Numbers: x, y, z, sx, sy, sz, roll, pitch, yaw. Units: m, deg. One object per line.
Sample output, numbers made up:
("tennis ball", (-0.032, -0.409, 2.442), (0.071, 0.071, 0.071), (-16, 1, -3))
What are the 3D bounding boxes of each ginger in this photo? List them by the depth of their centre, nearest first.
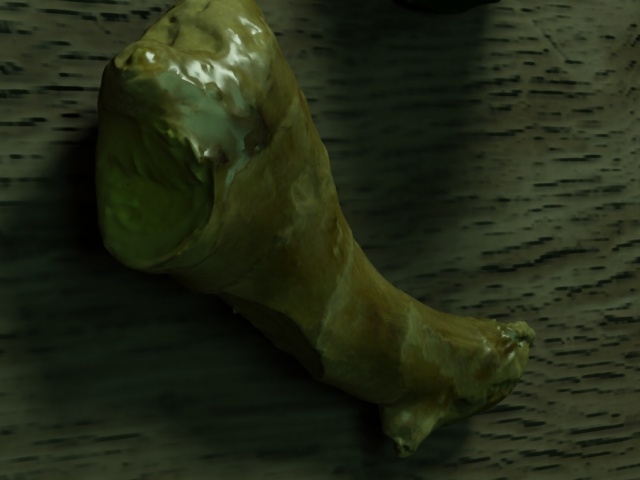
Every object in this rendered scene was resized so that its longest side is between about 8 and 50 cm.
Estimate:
("ginger", (0.000, 0.000, 0.789), (0.294, 0.086, 0.131), (39, 51, -40))

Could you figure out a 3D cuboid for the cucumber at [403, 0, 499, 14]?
("cucumber", (0.133, -0.186, 0.821), (0.134, 0.244, 0.134), (4, 84, -47))
